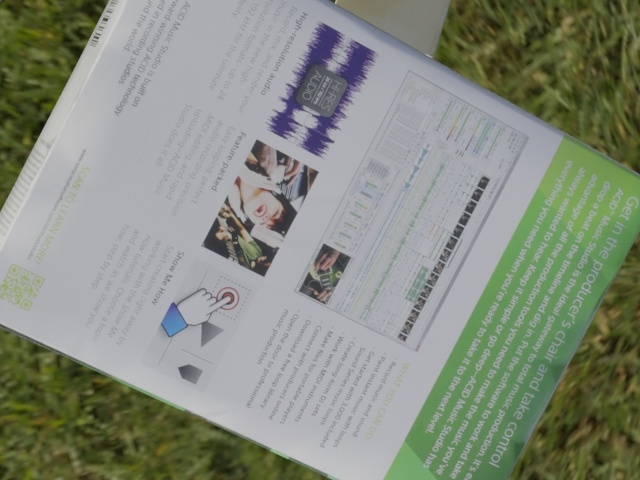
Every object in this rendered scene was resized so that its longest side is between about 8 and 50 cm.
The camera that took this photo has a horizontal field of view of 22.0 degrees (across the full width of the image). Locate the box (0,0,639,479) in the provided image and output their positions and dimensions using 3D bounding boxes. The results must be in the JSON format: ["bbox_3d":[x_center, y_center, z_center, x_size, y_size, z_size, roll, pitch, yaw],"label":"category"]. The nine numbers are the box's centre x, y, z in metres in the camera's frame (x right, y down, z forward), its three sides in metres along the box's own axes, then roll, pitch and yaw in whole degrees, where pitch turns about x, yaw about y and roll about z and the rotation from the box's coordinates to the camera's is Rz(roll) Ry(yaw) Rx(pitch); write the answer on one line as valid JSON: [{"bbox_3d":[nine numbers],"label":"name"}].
[{"bbox_3d":[0.000,0.000,0.900,0.322,0.058,0.232,28,92,-17],"label":"box"}]

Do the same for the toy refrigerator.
[{"bbox_3d":[0.062,-0.218,1.345,0.094,0.102,0.269,19,51,0],"label":"toy refrigerator"}]

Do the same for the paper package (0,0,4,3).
[{"bbox_3d":[-0.204,-0.124,0.441,0.325,0.309,0.168,-3,125,41],"label":"paper package"}]
